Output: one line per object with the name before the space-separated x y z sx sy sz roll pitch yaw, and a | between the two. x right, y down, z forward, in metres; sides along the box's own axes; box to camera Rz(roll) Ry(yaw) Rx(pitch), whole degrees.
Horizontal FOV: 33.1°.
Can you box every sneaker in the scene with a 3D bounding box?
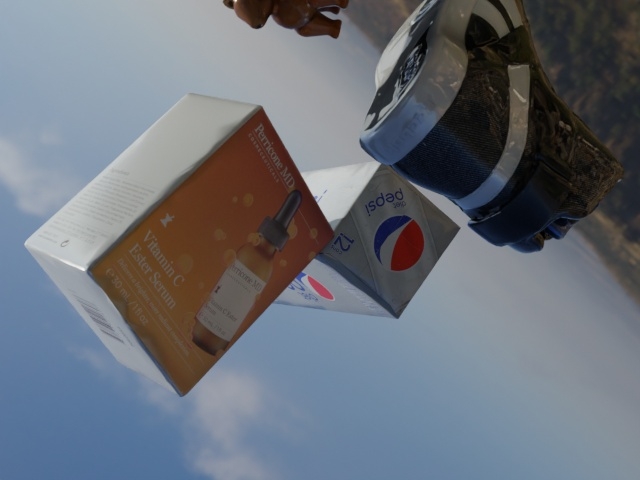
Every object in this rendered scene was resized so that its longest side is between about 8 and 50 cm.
sneaker | 0.091 -0.064 0.538 0.121 0.079 0.217 39 -147 -10

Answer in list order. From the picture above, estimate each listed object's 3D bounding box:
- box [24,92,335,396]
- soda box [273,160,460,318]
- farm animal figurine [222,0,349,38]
box | -0.095 -0.001 0.768 0.091 0.170 0.130 17 147 47
soda box | 0.000 0.000 0.961 0.091 0.098 0.286 40 164 -18
farm animal figurine | -0.027 -0.347 0.936 0.172 0.327 0.330 11 158 -8
